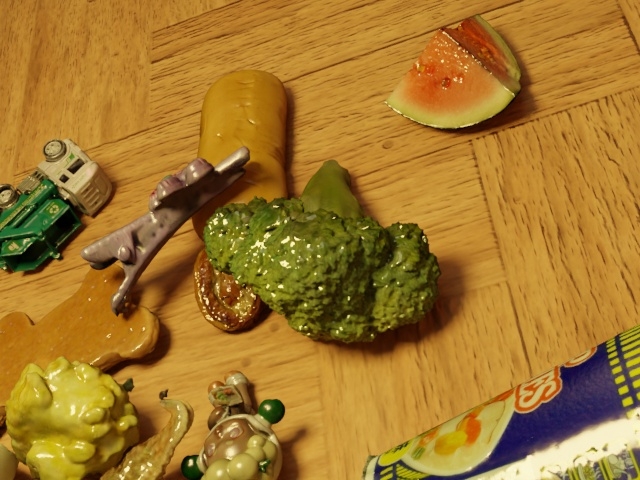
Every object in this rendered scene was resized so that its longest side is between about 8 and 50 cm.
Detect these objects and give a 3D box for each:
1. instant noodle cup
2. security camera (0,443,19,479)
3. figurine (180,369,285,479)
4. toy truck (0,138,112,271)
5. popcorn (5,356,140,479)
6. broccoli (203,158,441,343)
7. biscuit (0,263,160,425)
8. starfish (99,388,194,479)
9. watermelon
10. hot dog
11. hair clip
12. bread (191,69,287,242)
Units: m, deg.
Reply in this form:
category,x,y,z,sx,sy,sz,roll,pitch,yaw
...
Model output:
category,x,y,z,sx,sy,sz,roll,pitch,yaw
instant noodle cup,0.216,0.244,0.988,0.312,0.284,0.284,-24,46,16
security camera,-0.491,0.335,1.285,0.195,0.194,0.236,3,60,28
figurine,-0.102,0.226,1.248,0.147,0.093,0.197,-37,43,11
toy truck,-0.414,-0.043,1.619,0.116,0.110,0.216,34,71,27
popcorn,-0.298,0.219,1.302,0.173,0.173,0.142,11,18,32
broccoli,-0.016,0.025,1.331,0.254,0.186,0.302,-6,18,-25
biscuit,-0.380,0.170,1.463,0.340,0.047,0.216,-37,44,-3
starfish,-0.271,0.393,1.145,0.432,0.082,0.324,-39,35,2
watermelon,0.199,-0.238,1.496,0.193,0.137,0.145,3,20,28
hot dog,-0.116,0.051,1.422,0.099,0.065,0.147,-5,49,10
hair clip,-0.208,-0.034,1.409,0.090,0.137,0.278,40,85,4
bread,-0.119,-0.130,1.558,0.142,0.091,0.305,-11,50,11
